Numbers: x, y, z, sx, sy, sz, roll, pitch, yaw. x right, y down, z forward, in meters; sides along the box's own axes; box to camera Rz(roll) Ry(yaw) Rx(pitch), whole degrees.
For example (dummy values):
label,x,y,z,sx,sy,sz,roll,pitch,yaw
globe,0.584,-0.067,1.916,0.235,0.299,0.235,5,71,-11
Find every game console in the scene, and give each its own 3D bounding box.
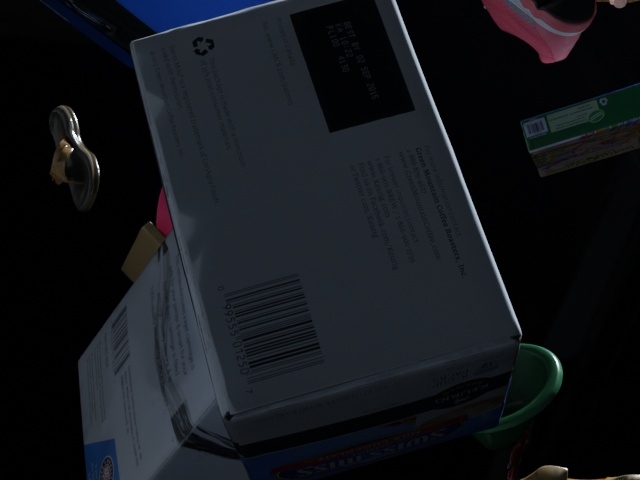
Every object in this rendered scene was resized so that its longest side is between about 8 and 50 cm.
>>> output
label,x,y,z,sx,sy,sz,roll,pitch,yaw
game console,-0.219,-0.312,1.374,0.173,0.293,0.250,-55,-147,-3

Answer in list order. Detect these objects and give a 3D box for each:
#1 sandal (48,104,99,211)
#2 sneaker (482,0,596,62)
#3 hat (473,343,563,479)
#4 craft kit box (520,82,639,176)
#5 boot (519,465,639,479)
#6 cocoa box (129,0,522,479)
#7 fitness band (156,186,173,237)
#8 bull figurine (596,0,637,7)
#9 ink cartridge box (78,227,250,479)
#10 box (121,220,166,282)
label,x,y,z,sx,sy,sz,roll,pitch,yaw
sandal,-0.401,-0.130,2.031,0.090,0.060,0.219,-59,-135,41
sneaker,0.263,-0.377,1.905,0.314,0.116,0.136,49,-27,23
hat,0.273,0.280,1.852,0.173,0.208,0.183,30,-30,55
craft kit box,0.437,-0.172,1.958,0.247,0.250,0.060,14,60,-76
boot,0.422,0.432,1.977,0.211,0.295,0.104,107,0,-59
cocoa box,0.000,0.000,1.084,0.228,0.232,0.347,84,-10,-65
fitness band,-0.196,-0.085,2.224,0.209,0.054,0.291,86,26,-42
bull figurine,0.439,-0.423,2.023,0.310,0.188,0.101,8,-71,30
ink cartridge box,-0.116,0.141,1.479,0.395,0.166,0.285,-51,-144,33
box,-0.243,0.079,2.158,0.201,0.021,0.164,46,-34,7
